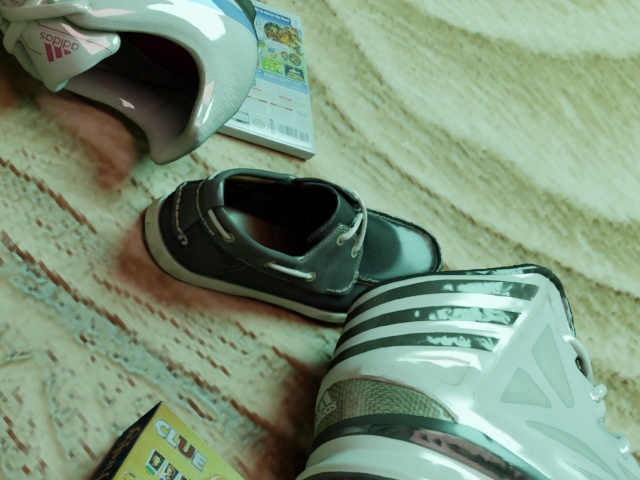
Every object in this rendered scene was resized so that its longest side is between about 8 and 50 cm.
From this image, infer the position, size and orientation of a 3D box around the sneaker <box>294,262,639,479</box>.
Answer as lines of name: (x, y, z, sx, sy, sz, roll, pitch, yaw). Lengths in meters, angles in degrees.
sneaker: (0.197, 0.159, 1.219, 0.447, 0.169, 0.257, 30, 48, -20)

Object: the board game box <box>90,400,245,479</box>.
board game box: (-0.041, 0.223, 1.031, 0.243, 0.042, 0.165, 45, 29, -8)

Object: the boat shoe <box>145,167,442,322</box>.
boat shoe: (0.000, 0.000, 1.220, 0.233, 0.079, 0.084, 11, 55, -39)

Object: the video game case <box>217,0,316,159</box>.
video game case: (-0.046, -0.121, 1.309, 0.087, 0.011, 0.122, 16, 54, -33)

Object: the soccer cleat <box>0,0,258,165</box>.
soccer cleat: (-0.176, -0.180, 1.154, 0.331, 0.116, 0.143, 38, 44, -17)
